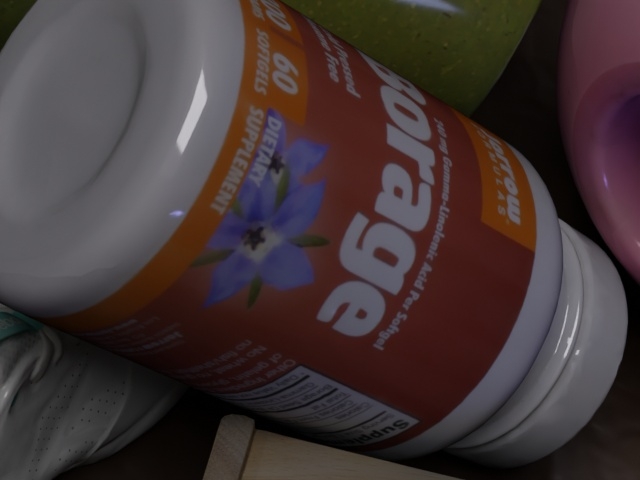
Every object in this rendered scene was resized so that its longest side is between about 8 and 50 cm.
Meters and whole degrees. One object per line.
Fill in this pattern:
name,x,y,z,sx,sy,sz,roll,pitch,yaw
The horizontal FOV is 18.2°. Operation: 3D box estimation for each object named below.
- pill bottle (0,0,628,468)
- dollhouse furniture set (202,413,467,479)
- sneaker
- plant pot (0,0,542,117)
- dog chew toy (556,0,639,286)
pill bottle,0.000,0.000,0.647,0.216,0.121,0.121,27,54,-39
dollhouse furniture set,0.019,0.183,0.564,0.161,0.212,0.242,14,37,2
sneaker,-0.102,0.042,0.685,0.080,0.094,0.212,33,65,14
plant pot,-0.063,-0.153,0.718,0.293,0.275,0.275,23,63,-10
dog chew toy,0.242,-0.095,0.728,0.332,0.206,0.206,-36,70,-28
